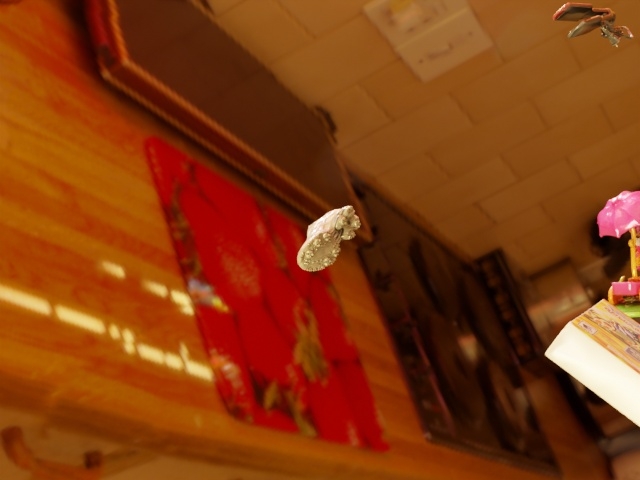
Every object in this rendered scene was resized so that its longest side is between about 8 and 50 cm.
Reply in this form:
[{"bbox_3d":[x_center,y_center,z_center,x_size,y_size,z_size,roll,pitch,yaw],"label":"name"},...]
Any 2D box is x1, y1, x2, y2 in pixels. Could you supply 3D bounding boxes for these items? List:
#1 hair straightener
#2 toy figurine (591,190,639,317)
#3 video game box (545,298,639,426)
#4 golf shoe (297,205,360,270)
[{"bbox_3d":[0.476,-0.359,1.779,0.230,0.047,0.089,-11,63,-55],"label":"hair straightener"},{"bbox_3d":[0.434,0.011,1.401,0.173,0.130,0.159,-10,94,-43],"label":"toy figurine"},{"bbox_3d":[0.329,0.142,0.999,0.205,0.048,0.187,38,16,17],"label":"video game box"},{"bbox_3d":[0.000,0.000,1.999,0.176,0.086,0.069,-43,120,-37],"label":"golf shoe"}]
